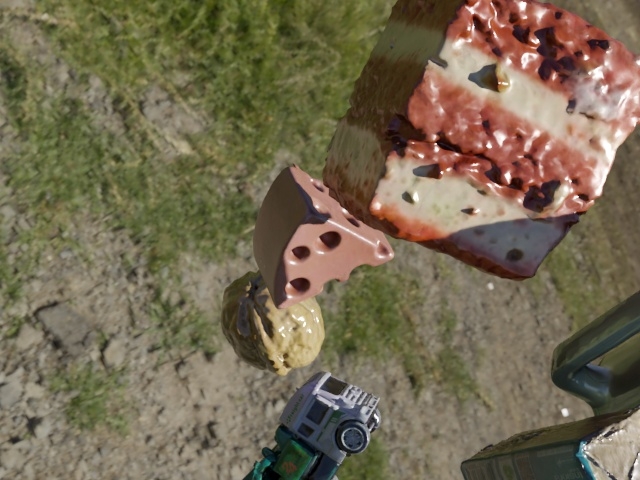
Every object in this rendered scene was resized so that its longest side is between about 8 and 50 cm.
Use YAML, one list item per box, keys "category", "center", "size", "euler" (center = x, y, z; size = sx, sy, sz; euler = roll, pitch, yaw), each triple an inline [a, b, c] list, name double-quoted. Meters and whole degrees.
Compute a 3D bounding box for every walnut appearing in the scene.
- category: "walnut"
  center: [-0.091, 0.162, 1.843]
  size: [0.245, 0.198, 0.198]
  euler: [67, 25, -43]

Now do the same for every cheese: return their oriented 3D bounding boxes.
- category: "cheese"
  center: [-0.026, 0.009, 1.444]
  size: [0.203, 0.177, 0.128]
  euler: [27, 26, -44]

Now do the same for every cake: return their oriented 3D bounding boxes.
- category: "cake"
  center: [0.187, -0.136, 1.136]
  size: [0.269, 0.320, 0.270]
  euler: [23, 9, -15]

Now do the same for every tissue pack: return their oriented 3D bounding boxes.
- category: "tissue pack"
  center: [0.311, 0.316, 1.124]
  size: [0.134, 0.271, 0.192]
  euler: [-20, 82, -26]

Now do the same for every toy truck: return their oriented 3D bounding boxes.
- category: "toy truck"
  center: [-0.037, 0.414, 1.716]
  size: [0.178, 0.363, 0.176]
  euler: [35, 12, 7]

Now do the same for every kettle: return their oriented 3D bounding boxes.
- category: "kettle"
  center: [0.468, 0.154, 1.094]
  size: [0.265, 0.318, 0.205]
  euler: [-4, 65, -30]
